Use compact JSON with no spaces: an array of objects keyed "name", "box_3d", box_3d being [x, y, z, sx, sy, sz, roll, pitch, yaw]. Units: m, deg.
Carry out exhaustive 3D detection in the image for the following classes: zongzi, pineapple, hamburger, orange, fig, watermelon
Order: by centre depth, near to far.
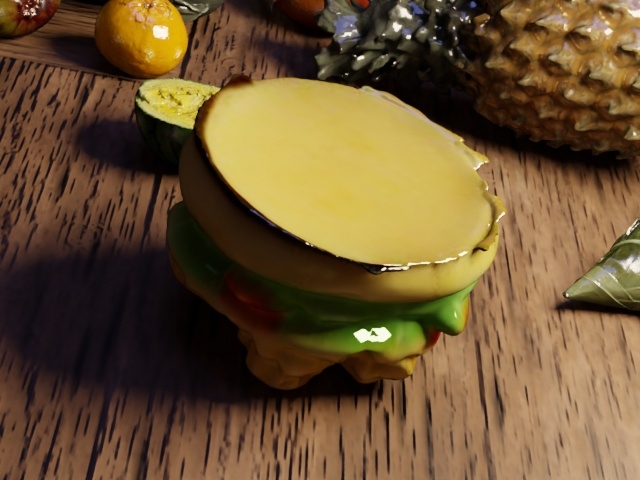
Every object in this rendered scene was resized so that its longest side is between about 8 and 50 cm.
[{"name":"hamburger","box_3d":[0.000,0.000,1.143,0.237,0.149,0.237,13,37,-10]},{"name":"zongzi","box_3d":[0.259,0.040,1.275,0.109,0.055,0.119,30,45,25]},{"name":"watermelon","box_3d":[-0.100,-0.089,1.341,0.105,0.062,0.105,10,22,-4]},{"name":"orange","box_3d":[-0.158,-0.183,1.474,0.083,0.070,0.083,10,34,-7]},{"name":"pineapple","box_3d":[0.171,-0.181,1.491,0.362,0.202,0.202,6,28,11]},{"name":"fig","box_3d":[-0.280,-0.226,1.496,0.082,0.084,0.098,28,5,-46]}]

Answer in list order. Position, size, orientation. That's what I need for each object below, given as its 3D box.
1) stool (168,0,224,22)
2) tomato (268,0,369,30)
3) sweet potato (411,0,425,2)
[{"name":"stool","box_3d":[-0.179,-0.296,1.550,0.153,0.139,0.228,4,-19,22]},{"name":"tomato","box_3d":[0.014,-0.288,1.636,0.167,0.167,0.167,10,30,-6]},{"name":"sweet potato","box_3d":[0.058,-0.281,1.744,0.255,0.058,0.078,14,9,-6]}]
